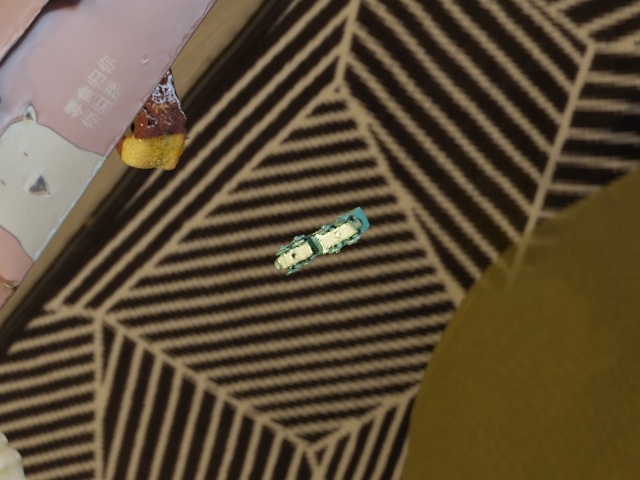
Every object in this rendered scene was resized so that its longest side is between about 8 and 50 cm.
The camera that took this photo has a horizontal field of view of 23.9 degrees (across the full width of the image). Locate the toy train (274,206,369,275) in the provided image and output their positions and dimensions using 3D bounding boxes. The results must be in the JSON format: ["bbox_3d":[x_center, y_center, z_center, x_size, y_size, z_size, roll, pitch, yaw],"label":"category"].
[{"bbox_3d":[0.000,0.000,1.345,0.092,0.045,0.029,-27,97,23],"label":"toy train"}]

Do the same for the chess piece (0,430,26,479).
[{"bbox_3d":[-0.302,0.358,1.617,0.139,0.124,0.307,-41,82,-9],"label":"chess piece"}]

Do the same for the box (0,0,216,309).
[{"bbox_3d":[-0.151,-0.058,0.782,0.086,0.215,0.215,34,158,-9],"label":"box"}]

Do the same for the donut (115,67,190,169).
[{"bbox_3d":[-0.202,-0.148,1.727,0.059,0.140,0.140,-9,113,-25],"label":"donut"}]
